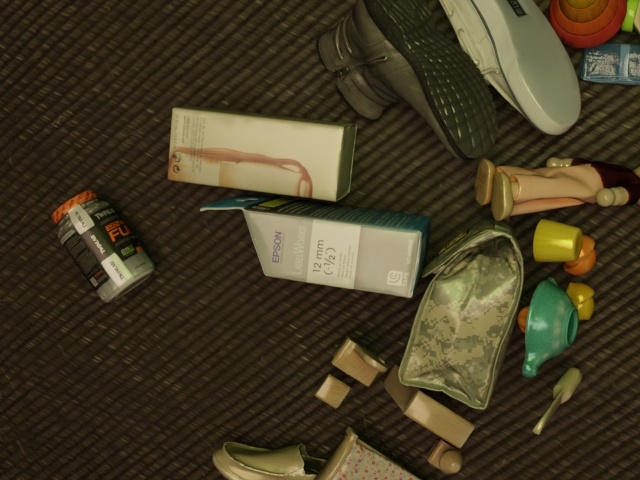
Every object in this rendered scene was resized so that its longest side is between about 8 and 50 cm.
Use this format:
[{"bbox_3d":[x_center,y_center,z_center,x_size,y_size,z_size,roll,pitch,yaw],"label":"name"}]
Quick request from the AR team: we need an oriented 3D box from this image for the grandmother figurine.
[{"bbox_3d":[0.425,-0.089,1.333,0.342,0.208,0.104,-2,122,-11],"label":"grandmother figurine"}]

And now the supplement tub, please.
[{"bbox_3d":[-0.403,0.009,1.538,0.117,0.117,0.190,-36,90,13],"label":"supplement tub"}]

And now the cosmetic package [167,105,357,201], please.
[{"bbox_3d":[-0.097,-0.153,1.443,0.296,0.153,0.129,8,100,11],"label":"cosmetic package"}]

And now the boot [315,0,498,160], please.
[{"bbox_3d":[0.137,-0.248,1.365,0.118,0.223,0.338,-22,80,-31],"label":"boot"}]

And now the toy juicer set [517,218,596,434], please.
[{"bbox_3d":[0.378,0.134,1.363,0.089,0.209,0.329,8,91,32],"label":"toy juicer set"}]

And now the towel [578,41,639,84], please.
[{"bbox_3d":[0.490,-0.291,1.373,0.119,0.029,0.067,6,97,10],"label":"towel"}]

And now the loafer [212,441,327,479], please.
[{"bbox_3d":[-0.064,0.417,1.537,0.268,0.102,0.092,18,99,-1],"label":"loafer"}]

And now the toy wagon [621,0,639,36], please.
[{"bbox_3d":[0.608,-0.349,1.282,0.267,0.068,0.344,16,93,22],"label":"toy wagon"}]

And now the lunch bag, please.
[{"bbox_3d":[0.242,0.094,1.362,0.169,0.235,0.287,18,100,10],"label":"lunch bag"}]

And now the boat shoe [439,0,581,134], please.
[{"bbox_3d":[0.275,-0.309,1.352,0.367,0.136,0.156,63,145,11],"label":"boat shoe"}]

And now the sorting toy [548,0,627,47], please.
[{"bbox_3d":[0.512,-0.353,1.218,0.365,0.126,0.127,7,90,23],"label":"sorting toy"}]

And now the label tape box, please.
[{"bbox_3d":[0.000,0.000,1.390,0.348,0.249,0.115,6,98,10],"label":"label tape box"}]

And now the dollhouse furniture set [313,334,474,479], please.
[{"bbox_3d":[0.077,0.394,1.407,0.303,0.174,0.355,34,90,-11],"label":"dollhouse furniture set"}]
